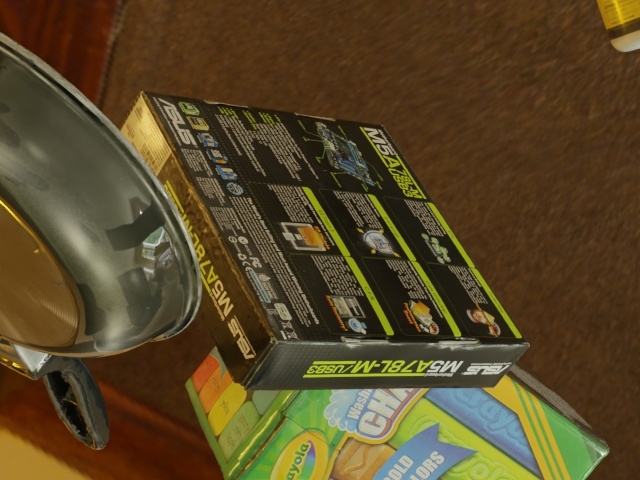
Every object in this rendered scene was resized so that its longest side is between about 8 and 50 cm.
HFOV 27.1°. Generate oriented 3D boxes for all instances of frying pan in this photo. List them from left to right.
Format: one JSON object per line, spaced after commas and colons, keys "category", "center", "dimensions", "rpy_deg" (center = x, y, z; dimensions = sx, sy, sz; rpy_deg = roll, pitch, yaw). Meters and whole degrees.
{"category": "frying pan", "center": [-0.160, 0.009, 0.604], "dimensions": [0.197, 0.053, 0.326], "rpy_deg": [36, 148, -1]}

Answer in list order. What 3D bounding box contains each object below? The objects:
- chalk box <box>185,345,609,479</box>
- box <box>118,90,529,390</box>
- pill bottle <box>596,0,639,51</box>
{"category": "chalk box", "center": [0.025, 0.113, 0.972], "dimensions": [0.289, 0.180, 0.179], "rpy_deg": [36, 95, -20]}
{"category": "box", "center": [0.000, 0.000, 0.744], "dimensions": [0.045, 0.184, 0.190], "rpy_deg": [-54, 50, 30]}
{"category": "pill bottle", "center": [0.228, -0.234, 0.935], "dimensions": [0.103, 0.103, 0.184], "rpy_deg": [-17, 95, 31]}
